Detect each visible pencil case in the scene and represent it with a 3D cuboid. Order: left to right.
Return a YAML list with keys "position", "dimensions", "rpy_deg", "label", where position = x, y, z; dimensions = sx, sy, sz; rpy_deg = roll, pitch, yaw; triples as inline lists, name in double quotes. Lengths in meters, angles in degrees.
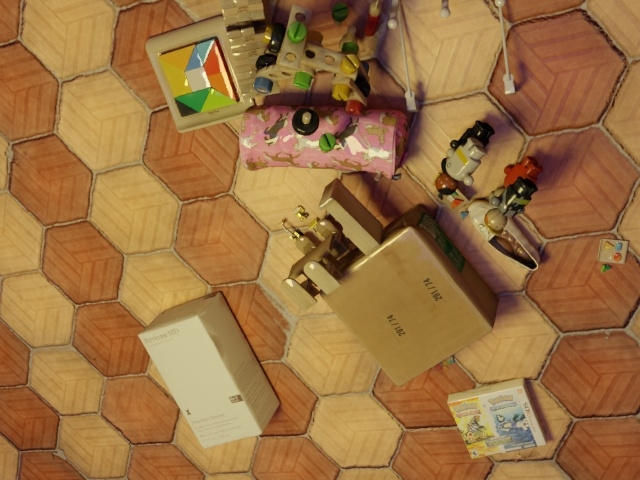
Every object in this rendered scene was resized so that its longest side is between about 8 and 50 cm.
- position: [0.005, -0.226, 1.625]
  dimensions: [0.386, 0.160, 0.167]
  rpy_deg: [6, 107, 13]
  label: "pencil case"

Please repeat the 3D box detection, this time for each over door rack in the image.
- position: [0.273, -0.436, 1.489]
  dimensions: [0.240, 0.108, 0.324]
  rpy_deg: [-6, 110, 19]
  label: "over door rack"

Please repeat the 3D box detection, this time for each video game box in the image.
- position: [0.460, 0.465, 1.847]
  dimensions: [0.205, 0.048, 0.187]
  rpy_deg: [-19, 103, 22]
  label: "video game box"

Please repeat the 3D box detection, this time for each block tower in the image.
- position: [-0.163, -0.477, 1.536]
  dimensions: [0.091, 0.097, 0.335]
  rpy_deg: [-12, 131, -2]
  label: "block tower"

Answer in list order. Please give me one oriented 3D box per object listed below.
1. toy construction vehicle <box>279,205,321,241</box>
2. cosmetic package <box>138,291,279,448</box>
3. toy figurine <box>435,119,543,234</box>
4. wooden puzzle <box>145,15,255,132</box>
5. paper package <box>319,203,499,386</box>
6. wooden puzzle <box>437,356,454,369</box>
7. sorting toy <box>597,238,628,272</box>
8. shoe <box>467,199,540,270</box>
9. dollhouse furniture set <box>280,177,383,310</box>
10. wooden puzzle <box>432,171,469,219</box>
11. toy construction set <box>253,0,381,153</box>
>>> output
- position: [-0.045, -0.031, 1.788]
  dimensions: [0.086, 0.035, 0.098]
  rpy_deg: [-40, 97, 26]
  label: "toy construction vehicle"
- position: [-0.302, 0.358, 1.957]
  dimensions: [0.217, 0.156, 0.384]
  rpy_deg: [-22, 106, 25]
  label: "cosmetic package"
- position: [0.357, -0.133, 1.536]
  dimensions: [0.213, 0.209, 0.148]
  rpy_deg: [37, 122, 0]
  label: "toy figurine"
- position: [-0.292, -0.392, 1.703]
  dimensions: [0.221, 0.044, 0.238]
  rpy_deg: [-11, 108, 20]
  label: "wooden puzzle"
- position: [0.215, 0.134, 1.711]
  dimensions: [0.309, 0.168, 0.324]
  rpy_deg: [-37, 98, 24]
  label: "paper package"
- position: [0.317, 0.301, 1.840]
  dimensions: [0.049, 0.006, 0.083]
  rpy_deg: [-15, 107, 21]
  label: "wooden puzzle"
- position: [0.669, 0.038, 1.626]
  dimensions: [0.062, 0.012, 0.083]
  rpy_deg: [5, 113, 14]
  label: "sorting toy"
- position: [0.429, -0.011, 1.649]
  dimensions: [0.219, 0.058, 0.076]
  rpy_deg: [42, 116, -4]
  label: "shoe"
- position: [0.000, 0.000, 1.657]
  dimensions: [0.242, 0.212, 0.161]
  rpy_deg: [-38, 107, 25]
  label: "dollhouse furniture set"
- position: [0.302, -0.100, 1.650]
  dimensions: [0.116, 0.014, 0.078]
  rpy_deg: [43, 148, 7]
  label: "wooden puzzle"
- position: [0.016, -0.390, 1.435]
  dimensions: [0.257, 0.237, 0.308]
  rpy_deg: [38, 77, 4]
  label: "toy construction set"
